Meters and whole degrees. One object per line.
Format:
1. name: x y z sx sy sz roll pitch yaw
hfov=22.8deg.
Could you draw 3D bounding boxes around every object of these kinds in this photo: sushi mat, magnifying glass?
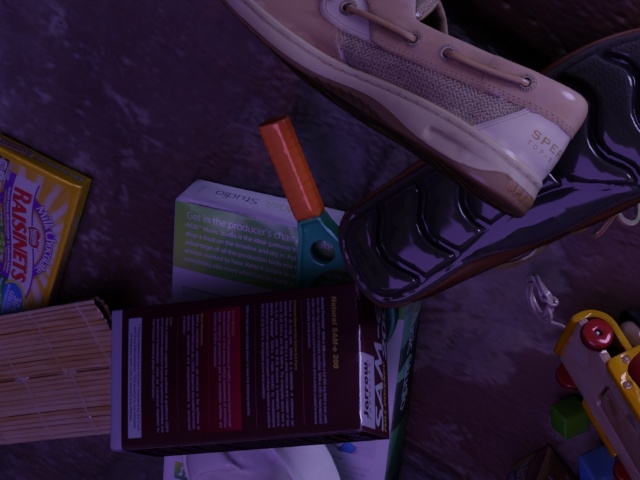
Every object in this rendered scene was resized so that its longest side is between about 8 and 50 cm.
1. sushi mat: -0.302 0.140 1.603 0.316 0.019 0.151 -10 112 35
2. magnifying glass: 0.000 0.000 1.392 0.092 0.026 0.231 -14 106 25

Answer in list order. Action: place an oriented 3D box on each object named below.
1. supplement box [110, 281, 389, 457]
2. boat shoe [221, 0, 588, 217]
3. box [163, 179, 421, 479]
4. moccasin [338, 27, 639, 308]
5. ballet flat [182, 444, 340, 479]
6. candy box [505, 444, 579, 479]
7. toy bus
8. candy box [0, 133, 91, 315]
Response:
1. supplement box: -0.063 0.116 1.382 0.239 0.073 0.130 -7 75 23
2. boat shoe: 0.057 -0.146 1.239 0.341 0.121 0.110 36 91 27
3. box: -0.029 0.115 1.502 0.232 0.058 0.322 13 119 14
4. moccasin: 0.198 -0.059 1.291 0.380 0.147 0.139 -35 82 17
5. ballet flat: -0.036 0.275 1.472 0.139 0.139 0.400 -22 105 28
6. candy box: 0.238 0.292 1.452 0.053 0.109 0.186 -35 97 30
7. toy bus: 0.280 0.124 1.359 0.104 0.191 0.202 -21 112 -18
8. candy box: -0.300 0.004 1.567 0.105 0.027 0.206 25 120 6
